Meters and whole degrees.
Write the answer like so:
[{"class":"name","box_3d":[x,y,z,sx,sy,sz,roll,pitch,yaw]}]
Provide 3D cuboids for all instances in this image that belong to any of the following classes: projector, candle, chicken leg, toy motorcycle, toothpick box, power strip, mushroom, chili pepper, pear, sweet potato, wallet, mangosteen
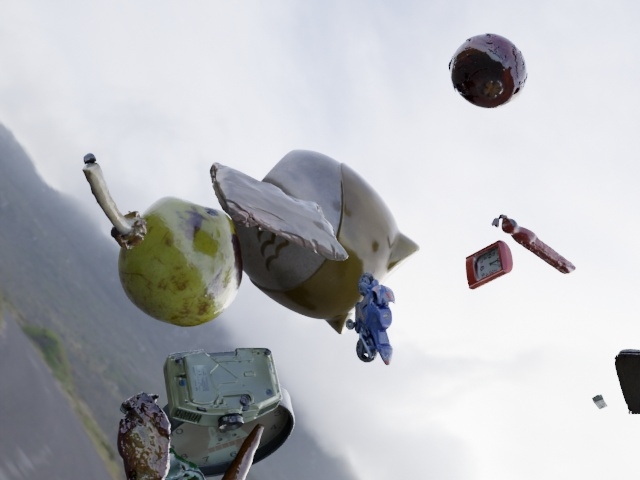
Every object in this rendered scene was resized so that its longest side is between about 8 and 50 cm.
[{"class":"projector","box_3d":[-0.230,0.353,1.901,0.088,0.270,0.193,122,-40,-50]},{"class":"candle","box_3d":[0.593,0.016,2.164,0.329,0.048,0.051,30,0,-31]},{"class":"chicken leg","box_3d":[-0.302,0.373,1.283,0.106,0.253,0.051,20,-20,-18]},{"class":"toy motorcycle","box_3d":[0.120,0.172,1.760,0.114,0.076,0.204,-6,-99,53]},{"class":"toothpick box","box_3d":[0.000,0.000,2.108,0.425,0.409,0.409,40,-20,0]},{"class":"power strip","box_3d":[0.700,0.404,1.983,0.083,0.027,0.017,42,28,-50]},{"class":"mushroom","box_3d":[-0.340,-0.062,1.313,0.060,0.062,0.187,-86,162,-48]},{"class":"chili pepper","box_3d":[-0.374,0.510,1.799,0.270,0.136,0.099,18,-53,59]},{"class":"pear","box_3d":[-0.289,0.045,1.678,0.283,0.284,0.283,45,-22,24]},{"class":"sweet potato","box_3d":[-0.214,0.596,2.053,0.057,0.264,0.057,27,-17,9]},{"class":"wallet","box_3d":[0.628,0.247,1.369,0.255,0.031,0.137,-11,-78,57]},{"class":"mangosteen","box_3d":[0.356,-0.368,1.701,0.180,0.166,0.166,-88,155,-61]}]

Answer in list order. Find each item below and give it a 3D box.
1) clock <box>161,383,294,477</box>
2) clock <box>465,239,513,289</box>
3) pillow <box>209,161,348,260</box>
[{"class":"clock","box_3d":[-0.253,0.499,2.091,0.386,0.387,0.076,80,-11,-50]},{"class":"clock","box_3d":[0.524,0.078,2.452,0.061,0.113,0.155,18,-33,-30]},{"class":"pillow","box_3d":[-0.080,-0.055,1.503,0.270,0.067,0.173,21,26,-25]}]
